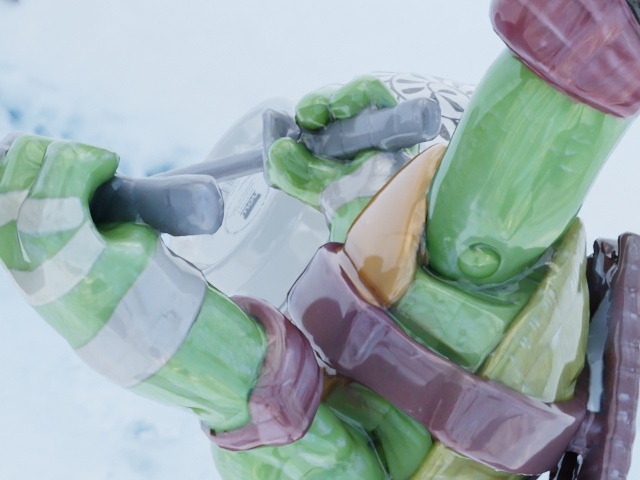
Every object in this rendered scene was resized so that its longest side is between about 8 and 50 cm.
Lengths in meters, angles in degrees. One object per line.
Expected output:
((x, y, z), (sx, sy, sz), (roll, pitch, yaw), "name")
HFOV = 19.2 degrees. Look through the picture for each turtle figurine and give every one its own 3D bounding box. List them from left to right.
((-0.004, -0.034, 0.484), (0.198, 0.266, 0.275), (28, 18, -51), "turtle figurine")

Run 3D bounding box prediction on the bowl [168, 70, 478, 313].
((0.000, 0.000, 0.662), (0.080, 0.170, 0.170), (32, 57, -26), "bowl")
